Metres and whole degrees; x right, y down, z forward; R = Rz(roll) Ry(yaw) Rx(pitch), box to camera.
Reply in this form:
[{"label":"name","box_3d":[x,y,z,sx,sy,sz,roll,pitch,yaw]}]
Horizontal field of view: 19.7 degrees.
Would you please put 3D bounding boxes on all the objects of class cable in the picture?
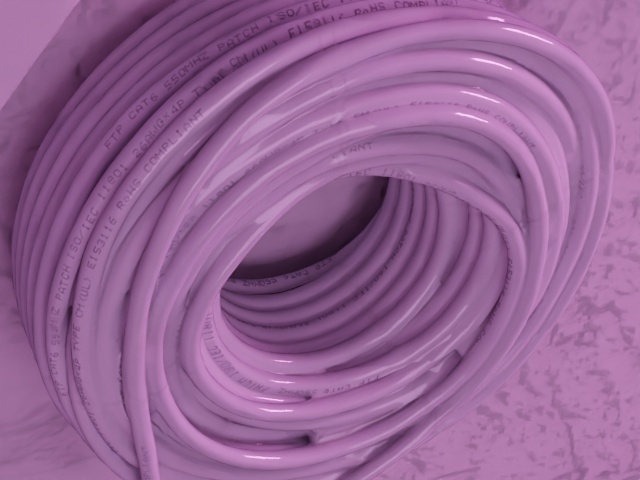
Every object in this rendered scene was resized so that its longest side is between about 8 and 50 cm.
[{"label":"cable","box_3d":[0.000,0.000,0.771,0.257,0.089,0.257,-27,137,-8]}]

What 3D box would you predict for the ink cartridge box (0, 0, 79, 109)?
[{"label":"ink cartridge box","box_3d":[-0.191,-0.147,0.429,0.270,0.198,0.197,22,114,-42]}]
